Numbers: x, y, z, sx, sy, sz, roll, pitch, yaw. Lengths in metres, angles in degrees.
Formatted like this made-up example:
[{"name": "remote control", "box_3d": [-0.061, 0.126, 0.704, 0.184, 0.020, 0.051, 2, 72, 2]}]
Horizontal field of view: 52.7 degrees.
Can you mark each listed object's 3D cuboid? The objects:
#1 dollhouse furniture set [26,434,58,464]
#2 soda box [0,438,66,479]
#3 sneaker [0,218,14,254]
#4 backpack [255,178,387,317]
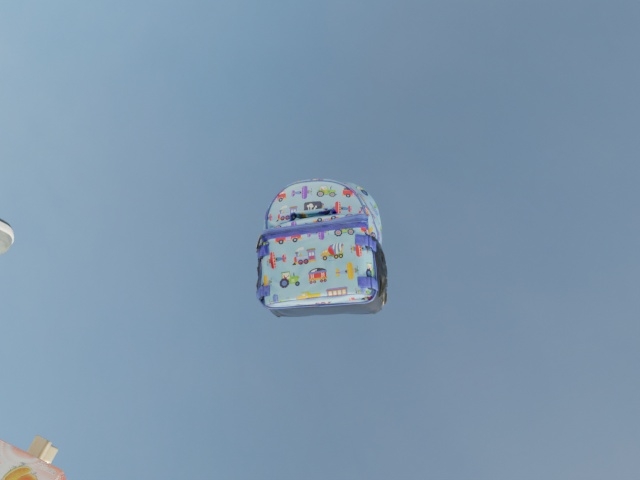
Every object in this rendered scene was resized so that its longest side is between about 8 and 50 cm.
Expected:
[{"name": "dollhouse furniture set", "box_3d": [-0.505, 0.489, 1.001, 0.303, 0.174, 0.355, 4, -120, 39]}, {"name": "soda box", "box_3d": [-0.313, 0.214, 0.582, 0.183, 0.063, 0.058, 15, -53, 23]}, {"name": "sneaker", "box_3d": [-0.605, 0.044, 0.993, 0.124, 0.296, 0.178, -43, -116, 31]}, {"name": "backpack", "box_3d": [0.000, 0.000, 0.779, 0.158, 0.117, 0.173, -3, -106, 10]}]
